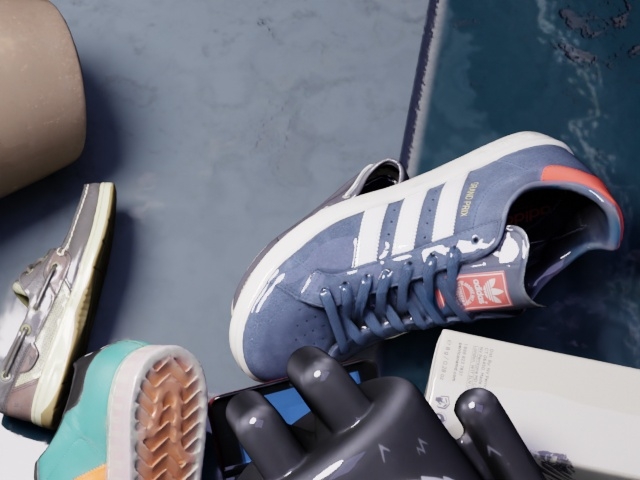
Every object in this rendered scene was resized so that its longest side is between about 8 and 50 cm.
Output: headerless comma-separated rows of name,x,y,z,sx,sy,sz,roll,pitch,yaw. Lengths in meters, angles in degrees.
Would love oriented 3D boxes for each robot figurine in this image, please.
robot figurine,0.044,0.213,1.115,0.278,0.209,0.173,56,32,-8

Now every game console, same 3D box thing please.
game console,-0.008,0.180,1.227,0.144,0.085,0.124,-14,66,-6

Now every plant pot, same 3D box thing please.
plant pot,-0.329,-0.118,1.290,0.229,0.263,0.263,-12,65,-24

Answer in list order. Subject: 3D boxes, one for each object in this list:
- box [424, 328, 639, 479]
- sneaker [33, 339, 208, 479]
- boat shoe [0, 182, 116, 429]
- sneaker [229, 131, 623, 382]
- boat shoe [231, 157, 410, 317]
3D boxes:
box,0.219,0.157,1.225,0.275,0.113,0.094,11,67,6
sneaker,-0.171,0.230,1.204,0.121,0.108,0.302,0,76,45
boat shoe,-0.228,0.048,1.288,0.073,0.080,0.224,12,71,-1
sneaker,0.095,0.028,1.247,0.350,0.131,0.148,-31,37,-12
boat shoe,0.000,0.000,1.318,0.206,0.065,0.075,-41,72,-16
